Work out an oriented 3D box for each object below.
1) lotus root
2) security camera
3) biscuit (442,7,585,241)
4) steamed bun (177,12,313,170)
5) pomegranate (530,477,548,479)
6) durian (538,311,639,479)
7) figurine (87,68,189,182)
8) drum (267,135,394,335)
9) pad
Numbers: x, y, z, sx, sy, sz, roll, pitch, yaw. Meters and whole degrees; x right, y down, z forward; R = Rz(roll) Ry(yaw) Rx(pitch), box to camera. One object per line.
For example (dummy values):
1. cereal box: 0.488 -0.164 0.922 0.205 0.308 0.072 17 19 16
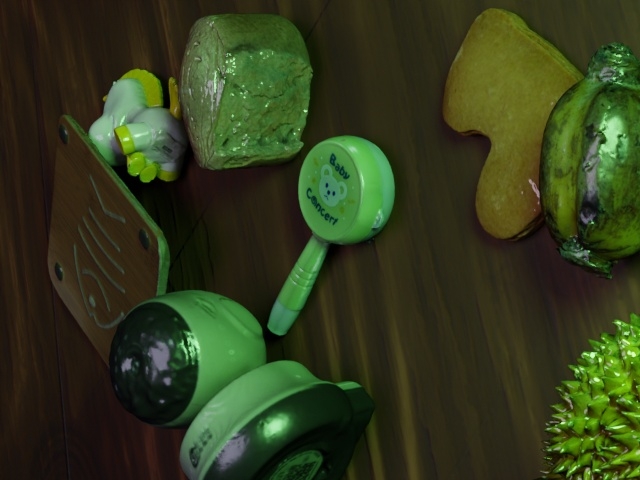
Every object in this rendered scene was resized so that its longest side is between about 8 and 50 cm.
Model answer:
1. lotus root: 0.255 -0.071 1.415 0.120 0.120 0.210 10 95 47
2. security camera: -0.108 0.165 1.725 0.277 0.191 0.197 47 123 31
3. biscuit: 0.179 -0.111 1.554 0.192 0.036 0.186 51 125 37
4. steamed bun: -0.083 -0.165 1.759 0.106 0.144 0.175 3 95 46
5. pomegranate: 0.219 0.312 1.416 0.180 0.180 0.210 38 143 41
6. durian: 0.310 0.170 1.247 0.291 0.291 0.225 -13 35 46
7. figurine: -0.225 -0.146 1.963 0.178 0.109 0.130 23 89 53
8. drum: 0.013 0.009 1.720 0.130 0.049 0.253 34 118 43
9. pad: -0.271 0.027 1.987 0.286 0.018 0.284 50 142 37
